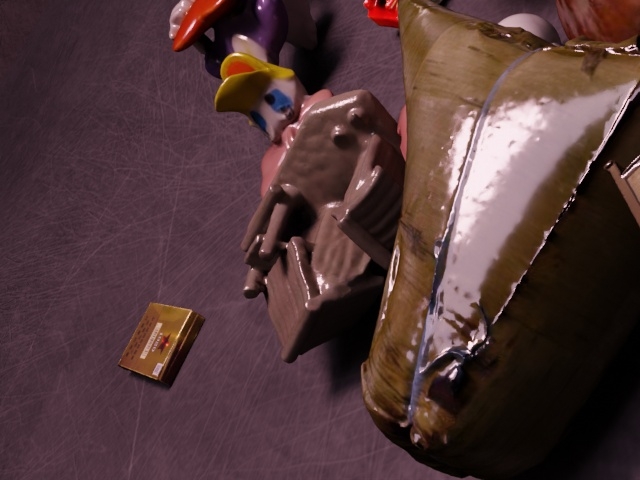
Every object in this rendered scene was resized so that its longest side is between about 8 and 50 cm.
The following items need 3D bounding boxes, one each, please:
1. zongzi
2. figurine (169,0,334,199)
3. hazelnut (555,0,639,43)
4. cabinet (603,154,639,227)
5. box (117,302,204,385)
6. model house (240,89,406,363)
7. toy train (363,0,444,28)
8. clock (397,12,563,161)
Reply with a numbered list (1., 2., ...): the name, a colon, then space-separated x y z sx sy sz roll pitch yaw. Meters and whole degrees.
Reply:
1. zongzi: 0.092 -0.025 0.941 0.360 0.160 0.323 35 91 46
2. figurine: -0.080 -0.242 1.523 0.154 0.193 0.421 -43 38 31
3. hazelnut: 0.244 -0.186 0.942 0.143 0.143 0.154 -48 19 21
4. cabinet: 0.284 -0.013 0.673 0.175 0.148 0.215 -47 27 22
5. box: -0.192 0.122 1.504 0.133 0.023 0.090 3 66 61
6. model house: 0.007 -0.001 1.147 0.188 0.122 0.229 -83 20 -45
7. toy train: 0.101 -0.341 1.368 0.204 0.131 0.083 -59 26 -1
8. clock: 0.148 -0.114 1.089 0.162 0.092 0.166 -41 30 25
